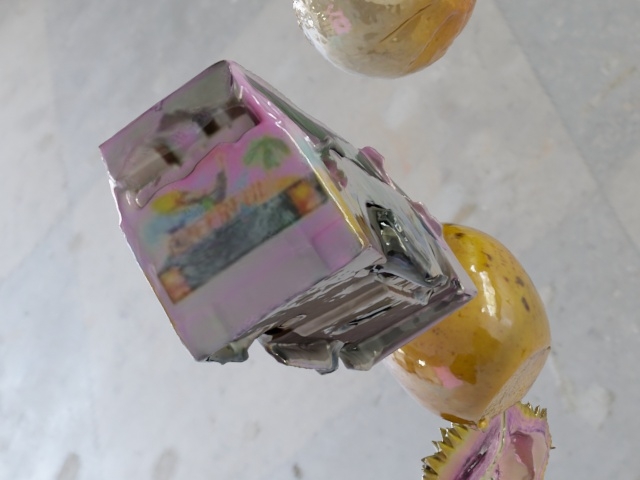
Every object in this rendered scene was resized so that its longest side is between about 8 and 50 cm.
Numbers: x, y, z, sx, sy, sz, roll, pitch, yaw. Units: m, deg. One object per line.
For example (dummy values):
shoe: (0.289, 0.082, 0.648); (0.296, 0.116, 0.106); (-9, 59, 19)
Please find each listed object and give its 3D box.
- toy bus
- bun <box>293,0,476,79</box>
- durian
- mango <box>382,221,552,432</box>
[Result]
toy bus: (-0.001, 0.000, 0.655); (0.090, 0.274, 0.112); (-34, 77, 8)
bun: (0.103, -0.338, 1.703); (0.165, 0.299, 0.299); (11, 73, 34)
durian: (0.162, 0.322, 1.700); (0.112, 0.191, 0.341); (26, 93, 28)
mango: (0.133, 0.080, 1.385); (0.160, 0.290, 0.191); (-43, 69, 1)
